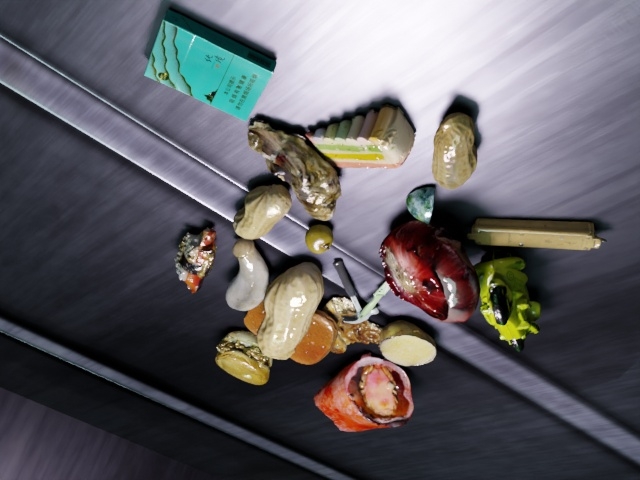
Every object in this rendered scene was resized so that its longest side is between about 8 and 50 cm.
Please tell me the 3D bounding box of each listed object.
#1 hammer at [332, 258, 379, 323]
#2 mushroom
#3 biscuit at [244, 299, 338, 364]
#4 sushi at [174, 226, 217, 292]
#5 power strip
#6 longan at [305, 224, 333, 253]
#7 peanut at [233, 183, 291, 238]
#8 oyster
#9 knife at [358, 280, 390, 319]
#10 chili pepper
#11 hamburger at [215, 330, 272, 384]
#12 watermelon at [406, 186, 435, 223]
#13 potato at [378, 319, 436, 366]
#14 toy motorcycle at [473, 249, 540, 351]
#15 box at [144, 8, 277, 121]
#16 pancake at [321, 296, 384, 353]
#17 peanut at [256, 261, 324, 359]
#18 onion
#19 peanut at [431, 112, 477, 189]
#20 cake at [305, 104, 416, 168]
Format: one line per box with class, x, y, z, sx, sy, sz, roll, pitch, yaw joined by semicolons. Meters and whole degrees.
hammer;0.077;0.141;1.975;0.103;0.029;0.246;-27;130;0
mushroom;-0.193;0.097;1.972;0.118;0.103;0.270;20;137;2
biscuit;-0.084;0.246;2.134;0.277;0.052;0.262;32;138;6
sushi;-0.333;0.040;1.934;0.103;0.097;0.226;17;130;-16
power strip;0.490;-0.015;1.642;0.305;0.044;0.064;3;143;16
longan;0.000;0.000;1.784;0.075;0.083;0.075;-20;139;-19
peanut;-0.146;-0.065;1.732;0.098;0.090;0.214;15;146;-24
oyster;-0.060;-0.145;1.595;0.294;0.094;0.166;38;156;-20
knife;0.154;0.151;1.959;0.030;0.014;0.207;21;128;-21
chili pepper;0.127;0.525;2.346;0.251;0.229;0.305;12;148;-28
hamburger;-0.244;0.382;2.355;0.189;0.122;0.215;13;149;12
watermelon;0.240;-0.088;1.627;0.085;0.085;0.061;-19;174;37
potato;0.252;0.294;2.111;0.164;0.081;0.200;-21;136;26
toy motorcycle;0.450;0.143;1.759;0.142;0.206;0.342;-2;156;24
box;-0.219;-0.339;1.420;0.226;0.042;0.161;23;142;-15
pancake;0.110;0.269;2.138;0.244;0.057;0.266;14;144;-3
peanut;-0.089;0.194;1.968;0.152;0.152;0.313;17;121;-5
onion;0.280;0.061;1.696;0.272;0.195;0.272;41;155;24
peanut;0.271;-0.177;1.450;0.093;0.083;0.194;7;144;7
cake;0.077;-0.192;1.491;0.225;0.090;0.109;-12;143;33
